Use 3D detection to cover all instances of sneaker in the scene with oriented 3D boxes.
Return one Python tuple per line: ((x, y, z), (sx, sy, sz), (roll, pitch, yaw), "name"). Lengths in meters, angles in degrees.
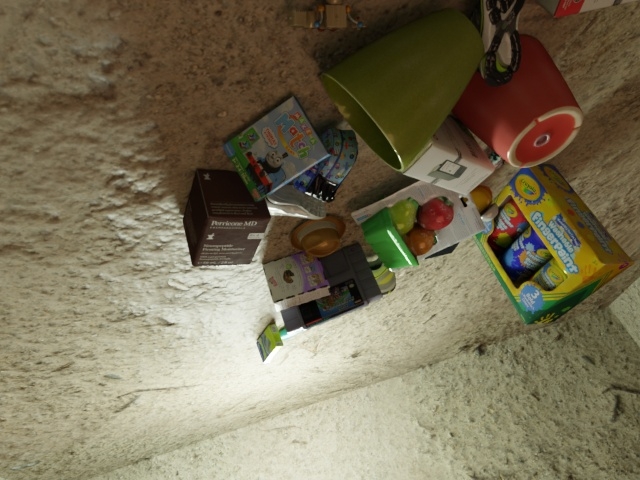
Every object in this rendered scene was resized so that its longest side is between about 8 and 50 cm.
((-0.085, -0.105, 1.367), (0.235, 0.090, 0.095), (16, 144, -38), "sneaker")
((0.585, -0.266, 1.540), (0.069, 0.038, 0.098), (-9, 154, -21), "sneaker")
((0.368, -0.497, 1.027), (0.111, 0.121, 0.299), (-15, 127, -11), "sneaker")
((0.095, 0.141, 1.792), (0.385, 0.145, 0.147), (-11, 115, -11), "sneaker")

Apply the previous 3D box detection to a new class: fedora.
((0.000, 0.000, 1.552), (0.195, 0.079, 0.194), (-14, 146, -10), "fedora")

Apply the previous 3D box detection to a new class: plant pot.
((0.201, -0.350, 1.032), (0.294, 0.274, 0.275), (-41, 145, 3), "plant pot")
((0.508, -0.336, 1.206), (0.275, 0.243, 0.274), (-15, 147, -10), "plant pot")

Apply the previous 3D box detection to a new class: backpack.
((0.016, -0.207, 1.194), (0.117, 0.158, 0.173), (19, 134, -24), "backpack")

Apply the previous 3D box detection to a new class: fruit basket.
((0.322, -0.067, 1.532), (0.353, 0.165, 0.327), (-30, 130, 13), "fruit basket")

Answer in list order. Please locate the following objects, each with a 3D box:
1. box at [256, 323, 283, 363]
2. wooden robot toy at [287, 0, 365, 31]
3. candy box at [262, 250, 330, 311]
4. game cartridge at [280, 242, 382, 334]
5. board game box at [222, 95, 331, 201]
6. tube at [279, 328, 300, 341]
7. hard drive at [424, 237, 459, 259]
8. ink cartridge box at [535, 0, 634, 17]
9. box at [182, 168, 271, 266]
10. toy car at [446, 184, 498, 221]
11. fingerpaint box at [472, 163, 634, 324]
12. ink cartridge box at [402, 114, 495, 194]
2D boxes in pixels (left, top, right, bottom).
((-0.225, 0.454, 2.048), (0.043, 0.109, 0.178), (-1, 142, -35), "box")
((0.014, -0.461, 0.937), (0.174, 0.076, 0.078), (-8, 109, -19), "wooden robot toy")
((-0.084, 0.134, 1.618), (0.196, 0.164, 0.070), (-17, 145, -6), "candy box")
((0.017, 0.171, 1.669), (0.355, 0.230, 0.068), (-22, 146, 1), "game cartridge")
((-0.106, -0.215, 1.122), (0.212, 0.160, 0.039), (-31, 179, 13), "board game box")
((-0.147, 0.412, 2.096), (0.207, 0.052, 0.080), (-35, 134, 30), "tube")
((0.470, -0.020, 1.808), (0.172, 0.054, 0.254), (-12, 146, -14), "hard drive")
((0.616, -0.610, 0.990), (0.273, 0.114, 0.197), (-14, 145, -9), "ink cartridge box")
((-0.255, -0.056, 1.250), (0.169, 0.167, 0.203), (0, 141, -29), "box")
((0.516, -0.120, 1.636), (0.182, 0.159, 0.136), (-46, 176, 32), "toy car")
((0.776, 0.012, 1.668), (0.163, 0.444, 0.371), (-1, 142, -27), "fingerpaint box")
((0.305, -0.252, 1.253), (0.273, 0.198, 0.115), (10, 137, -38), "ink cartridge box")
